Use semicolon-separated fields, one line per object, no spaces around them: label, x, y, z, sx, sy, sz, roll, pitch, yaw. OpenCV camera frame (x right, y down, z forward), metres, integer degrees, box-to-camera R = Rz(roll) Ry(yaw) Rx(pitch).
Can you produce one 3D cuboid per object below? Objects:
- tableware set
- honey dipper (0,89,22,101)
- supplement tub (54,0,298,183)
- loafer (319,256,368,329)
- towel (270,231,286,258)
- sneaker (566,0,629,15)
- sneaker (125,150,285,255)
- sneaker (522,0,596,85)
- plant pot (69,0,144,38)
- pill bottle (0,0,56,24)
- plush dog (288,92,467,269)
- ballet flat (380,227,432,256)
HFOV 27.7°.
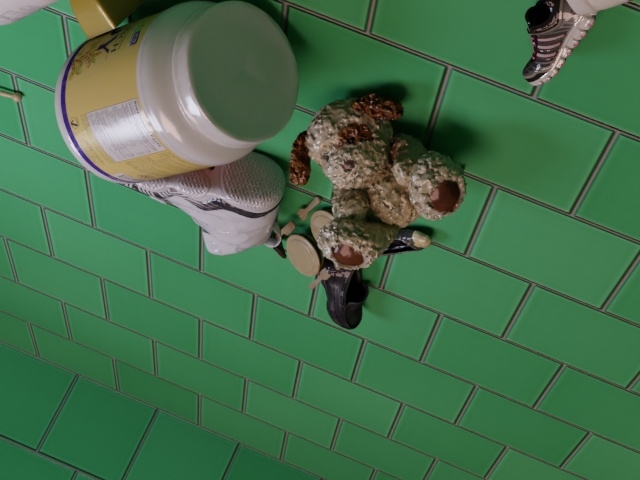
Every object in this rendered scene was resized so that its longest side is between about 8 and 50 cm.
tableware set;0.000;0.000;2.356;0.128;0.039;0.194;55;145;4
honey dipper;-0.624;-0.283;2.402;0.160;0.030;0.030;14;152;14
supplement tub;-0.216;-0.220;1.934;0.331;0.241;0.241;-8;138;47
loafer;0.053;0.104;2.475;0.078;0.076;0.223;21;150;25
towel;-0.092;-0.006;2.432;0.009;0.060;0.083;-31;129;12
sneaker;0.288;-0.364;1.423;0.123;0.106;0.290;-6;150;36
sneaker;-0.231;-0.082;2.307;0.365;0.137;0.210;14;149;13
sneaker;0.286;-0.263;1.636;0.074;0.063;0.170;26;148;-3
plant pot;-0.329;-0.365;1.950;0.081;0.081;0.083;-9;125;48
pill bottle;-0.473;-0.396;1.954;0.131;0.131;0.229;41;149;-29
plush dog;0.078;-0.120;1.987;0.262;0.211;0.225;-32;107;27
ballet flat;0.130;0.012;2.274;0.057;0.049;0.173;40;150;-29
